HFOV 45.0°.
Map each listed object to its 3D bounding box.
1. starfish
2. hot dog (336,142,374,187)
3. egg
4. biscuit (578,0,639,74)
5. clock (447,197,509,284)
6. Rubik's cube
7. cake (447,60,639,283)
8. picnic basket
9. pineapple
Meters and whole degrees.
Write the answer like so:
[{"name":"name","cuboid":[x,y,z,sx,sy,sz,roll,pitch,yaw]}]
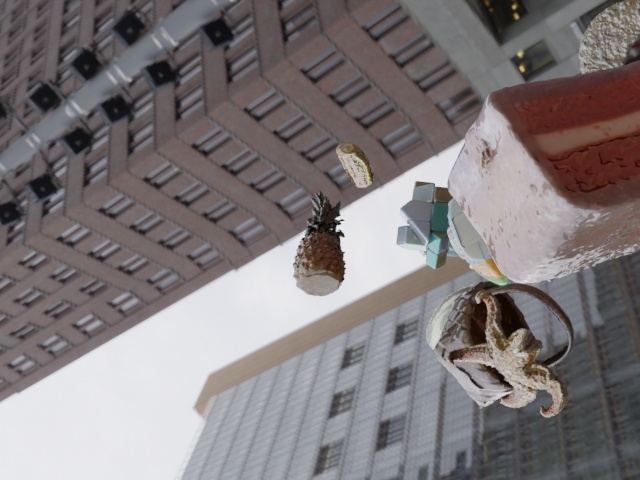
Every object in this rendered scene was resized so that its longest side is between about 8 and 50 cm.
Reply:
[{"name":"starfish","cuboid":[0.405,0.260,1.699,0.113,0.303,0.312,-33,-75,-25]},{"name":"hot dog","cuboid":[0.092,-0.192,1.938,0.216,0.066,0.047,47,-139,-64]},{"name":"egg","cuboid":[0.509,0.250,2.509,0.337,0.337,0.201,-71,-20,-57]},{"name":"biscuit","cuboid":[0.709,-0.482,1.906,0.133,0.250,0.032,28,-160,28]},{"name":"clock","cuboid":[0.311,-0.018,1.464,0.144,0.103,0.231,22,-134,-54]},{"name":"Rubik's cube","cuboid":[0.337,-0.043,2.292,0.224,0.213,0.265,68,-152,-80]},{"name":"cake","cuboid":[0.382,-0.101,1.139,0.230,0.309,0.237,102,148,-59]},{"name":"picnic basket","cuboid":[0.500,0.238,2.036,0.293,0.337,0.337,49,-152,-11]},{"name":"pineapple","cuboid":[0.000,0.000,2.351,0.169,0.169,0.340,40,-143,-36]}]
